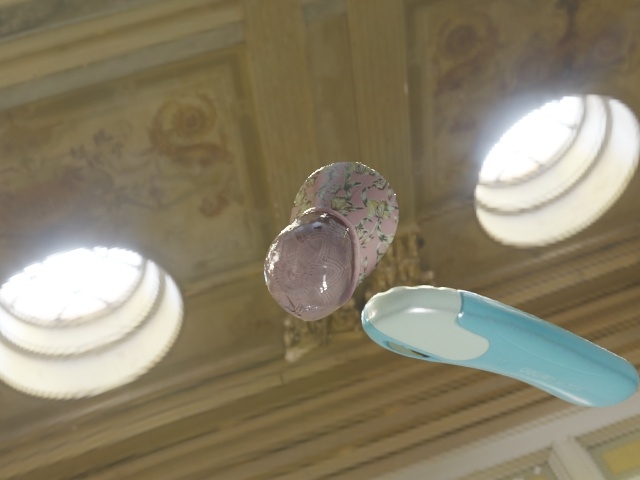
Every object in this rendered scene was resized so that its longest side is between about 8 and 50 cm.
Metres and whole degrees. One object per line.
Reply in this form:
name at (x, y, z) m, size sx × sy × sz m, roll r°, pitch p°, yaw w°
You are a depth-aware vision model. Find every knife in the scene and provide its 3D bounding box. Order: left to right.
knife at (0.112, 0.063, 0.638) m, size 0.064 × 0.222 × 0.031 m, roll -34°, pitch -131°, yaw 37°

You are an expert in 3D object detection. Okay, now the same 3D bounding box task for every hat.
hat at (0.001, -0.003, 0.554) m, size 0.058 × 0.042 × 0.087 m, roll 27°, pitch -93°, yaw 18°
